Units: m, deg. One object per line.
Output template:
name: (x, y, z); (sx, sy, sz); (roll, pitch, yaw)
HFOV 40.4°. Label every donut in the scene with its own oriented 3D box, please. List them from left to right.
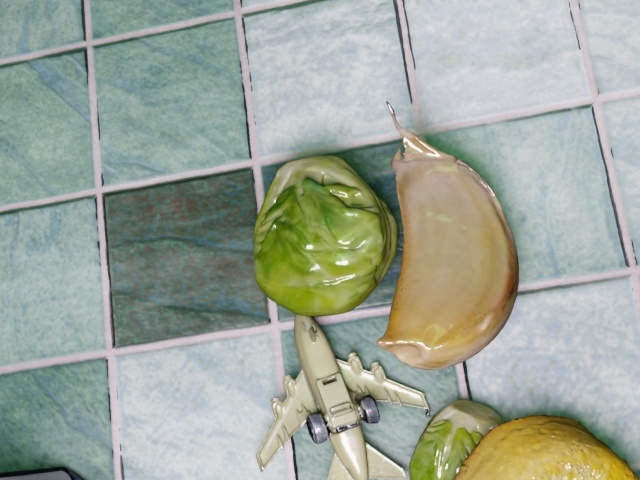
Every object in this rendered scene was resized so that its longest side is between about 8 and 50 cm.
donut: (0.267, 0.348, 1.012); (0.277, 0.108, 0.278); (-2, 95, -18)

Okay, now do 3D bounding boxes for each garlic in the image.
garlic: (0.164, -0.001, 1.123); (0.151, 0.196, 0.338); (-16, 65, 49)

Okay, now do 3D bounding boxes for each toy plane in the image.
toy plane: (0.016, 0.213, 1.163); (0.242, 0.104, 0.256); (-18, 81, -9)

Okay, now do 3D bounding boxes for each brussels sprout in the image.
brussels sprout: (0.000, 0.000, 1.179); (0.223, 0.161, 0.223); (-14, 56, 22)
brussels sprout: (0.186, 0.285, 1.101); (0.155, 0.117, 0.155); (1, 95, 15)

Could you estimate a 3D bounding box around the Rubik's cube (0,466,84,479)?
Rubik's cube: (-0.346, 0.487, 1.051); (0.305, 0.307, 0.310); (32, 86, 13)
